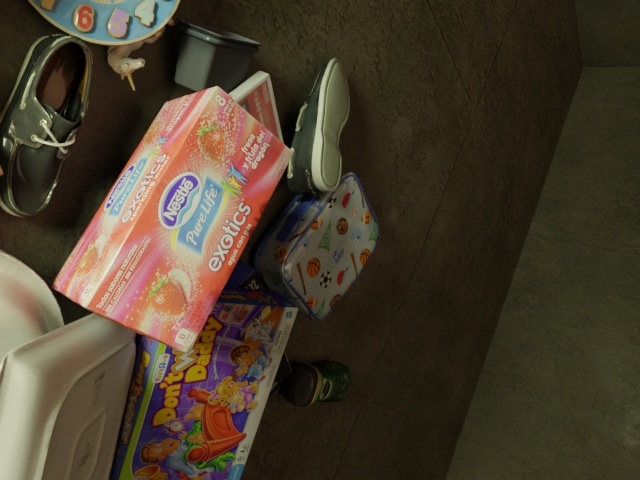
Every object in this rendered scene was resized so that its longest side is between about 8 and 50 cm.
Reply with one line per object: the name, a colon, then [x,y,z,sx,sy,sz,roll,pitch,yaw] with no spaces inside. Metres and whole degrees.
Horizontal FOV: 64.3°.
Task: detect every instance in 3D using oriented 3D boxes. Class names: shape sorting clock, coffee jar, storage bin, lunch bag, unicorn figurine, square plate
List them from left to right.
square plate: [-0.316,0.266,0.637,0.347,0.049,0.344,-136,-121,-87]
shape sorting clock: [-0.271,-0.349,0.627,0.206,0.040,0.206,-3,96,-29]
unicorn figurine: [-0.259,-0.299,0.700,0.111,0.060,0.162,-37,115,-29]
storage bin: [-0.170,-0.280,0.788,0.135,0.098,0.091,-28,142,-63]
coffee jar: [-0.008,0.338,1.206,0.184,0.079,0.096,18,89,-54]
lunch bag: [0.000,0.000,1.084,0.303,0.115,0.243,-56,137,-23]

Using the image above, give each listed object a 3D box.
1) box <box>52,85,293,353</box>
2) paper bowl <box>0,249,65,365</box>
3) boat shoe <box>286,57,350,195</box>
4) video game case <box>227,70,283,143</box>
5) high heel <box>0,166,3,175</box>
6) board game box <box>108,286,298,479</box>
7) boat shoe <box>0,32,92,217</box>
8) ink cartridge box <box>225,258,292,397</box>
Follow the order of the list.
box: [-0.187,-0.031,0.662,0.142,0.154,0.300,37,71,-36]
paper bowl: [-0.422,0.136,0.546,0.284,0.148,0.284,-22,119,-47]
boat shoe: [-0.008,-0.229,1.010,0.114,0.091,0.302,45,48,-48]
video game case: [-0.165,-0.121,0.845,0.285,0.025,0.204,-47,149,-28]
high heel: [-0.434,-0.148,0.507,0.117,0.082,0.244,-33,131,-31]
board game box: [-0.199,0.247,0.844,0.233,0.078,0.347,10,102,-41]
boat shoe: [-0.338,-0.139,0.624,0.084,0.079,0.233,16,90,-54]
ink cartridge box: [-0.172,0.176,0.958,0.176,0.069,0.371,-43,130,-36]
